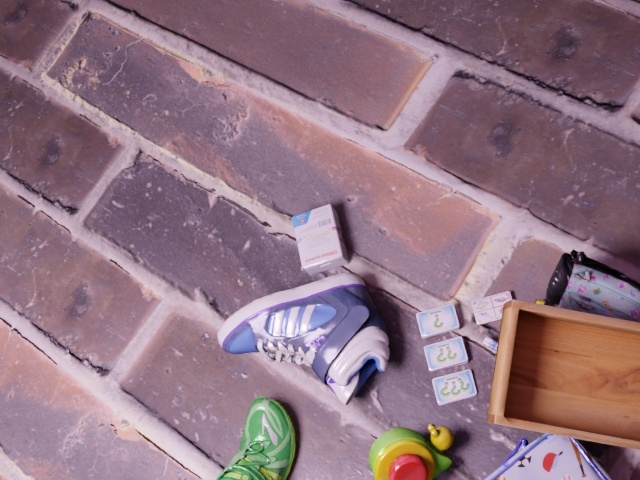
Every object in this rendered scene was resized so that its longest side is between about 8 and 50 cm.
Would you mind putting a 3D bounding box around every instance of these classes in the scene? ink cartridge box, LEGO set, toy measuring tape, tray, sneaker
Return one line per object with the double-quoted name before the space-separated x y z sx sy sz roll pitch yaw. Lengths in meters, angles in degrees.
"ink cartridge box" 0.000 0.000 1.879 0.088 0.052 0.122 -18 63 13
"LEGO set" 0.310 0.186 1.694 0.244 0.060 0.182 -16 69 13
"toy measuring tape" 0.095 0.432 1.635 0.330 0.121 0.121 -38 62 2
"tray" 0.495 0.236 1.506 0.411 0.076 0.202 10 80 -1
"sneaker" -0.027 0.218 1.758 0.323 0.130 0.236 -22 60 4
"sneaker" -0.124 0.436 1.711 0.109 0.123 0.295 4 70 21

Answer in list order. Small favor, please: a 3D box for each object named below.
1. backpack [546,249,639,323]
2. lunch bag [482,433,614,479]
"backpack" 0.495 0.103 1.623 0.182 0.152 0.115 26 87 15
"lunch bag" 0.367 0.471 1.530 0.303 0.115 0.243 -39 57 1
